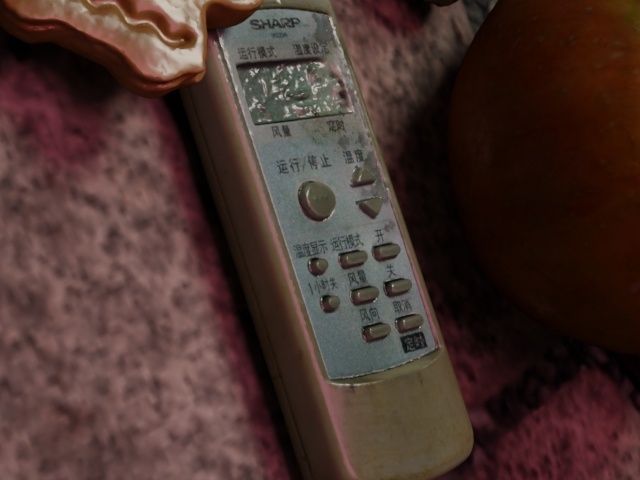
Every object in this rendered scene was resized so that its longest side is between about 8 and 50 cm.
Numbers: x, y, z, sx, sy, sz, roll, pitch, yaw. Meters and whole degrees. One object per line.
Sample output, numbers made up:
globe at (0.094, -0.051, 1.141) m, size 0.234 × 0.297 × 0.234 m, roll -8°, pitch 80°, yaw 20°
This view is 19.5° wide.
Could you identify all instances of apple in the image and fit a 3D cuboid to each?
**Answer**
apple at (0.158, -0.053, 0.924) m, size 0.235 × 0.173 × 0.210 m, roll -43°, pitch 110°, yaw -38°

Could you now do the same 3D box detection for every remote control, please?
remote control at (0.000, 0.000, 0.826) m, size 0.098 × 0.038 × 0.233 m, roll -11°, pitch 80°, yaw -50°

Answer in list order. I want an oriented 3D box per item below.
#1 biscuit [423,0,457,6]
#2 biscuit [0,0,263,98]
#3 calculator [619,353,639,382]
biscuit at (0.076, -0.197, 0.976) m, size 0.082 × 0.070 × 0.168 m, roll 42°, pitch 48°, yaw -14°
biscuit at (-0.078, -0.141, 0.786) m, size 0.133 × 0.027 × 0.184 m, roll 33°, pitch 49°, yaw -8°
calculator at (0.227, 0.069, 1.044) m, size 0.190 × 0.034 × 0.126 m, roll 51°, pitch 45°, yaw -16°
